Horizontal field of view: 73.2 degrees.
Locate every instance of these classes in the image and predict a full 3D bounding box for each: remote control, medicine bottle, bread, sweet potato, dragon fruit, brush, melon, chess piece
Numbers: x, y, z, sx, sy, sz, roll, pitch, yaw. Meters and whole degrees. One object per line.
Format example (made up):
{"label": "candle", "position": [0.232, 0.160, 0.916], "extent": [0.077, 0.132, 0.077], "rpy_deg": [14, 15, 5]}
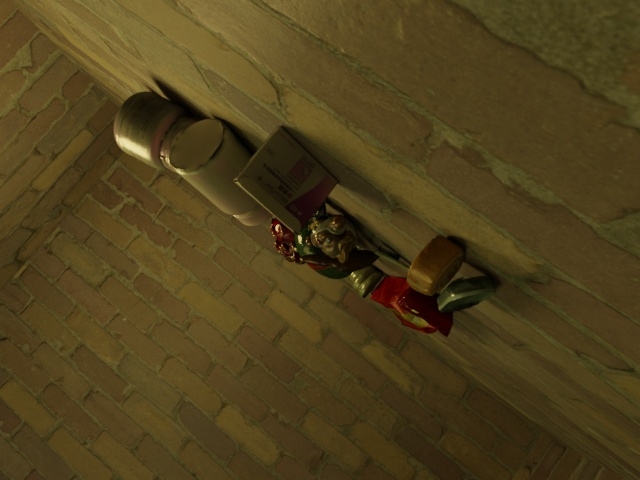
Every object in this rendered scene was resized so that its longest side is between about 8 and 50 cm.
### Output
{"label": "remote control", "position": [0.329, 0.126, 0.990], "extent": [0.247, 0.104, 0.052], "rpy_deg": [68, -169, -72]}
{"label": "medicine bottle", "position": [-0.303, -0.214, 1.448], "extent": [0.214, 0.213, 0.378], "rpy_deg": [33, 170, 35]}
{"label": "bread", "position": [0.233, 0.054, 0.889], "extent": [0.073, 0.122, 0.149], "rpy_deg": [38, 173, 25]}
{"label": "sweet potato", "position": [0.070, 0.067, 1.379], "extent": [0.270, 0.074, 0.075], "rpy_deg": [-2, 173, -3]}
{"label": "medicine bottle", "position": [-0.079, -0.138, 1.016], "extent": [0.201, 0.171, 0.052], "rpy_deg": [42, 169, -24]}
{"label": "dragon fruit", "position": [-0.055, 0.013, 1.701], "extent": [0.218, 0.198, 0.273], "rpy_deg": [32, 179, -40]}
{"label": "brush", "position": [0.245, 0.067, 1.296], "extent": [0.179, 0.030, 0.033], "rpy_deg": [28, 157, -3]}
{"label": "melon", "position": [0.016, 0.018, 1.489], "extent": [0.288, 0.182, 0.182], "rpy_deg": [44, 171, -27]}
{"label": "medicine bottle", "position": [-0.540, -0.366, 1.536], "extent": [0.302, 0.241, 0.241], "rpy_deg": [28, 171, 10]}
{"label": "chess piece", "position": [0.128, 0.113, 1.789], "extent": [0.243, 0.133, 0.133], "rpy_deg": [40, 174, 18]}
{"label": "dragon fruit", "position": [-0.101, -0.055, 1.566], "extent": [0.166, 0.136, 0.133], "rpy_deg": [1, 158, -9]}

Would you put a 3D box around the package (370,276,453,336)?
{"label": "package", "position": [0.323, 0.234, 1.562], "extent": [0.196, 0.123, 0.423], "rpy_deg": [36, 172, -4]}

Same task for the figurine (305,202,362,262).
{"label": "figurine", "position": [0.002, -0.056, 1.321], "extent": [0.274, 0.133, 0.193], "rpy_deg": [38, 142, 15]}

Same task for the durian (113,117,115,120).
{"label": "durian", "position": [-0.636, -0.452, 1.758], "extent": [0.356, 0.169, 0.157], "rpy_deg": [36, 174, -24]}
